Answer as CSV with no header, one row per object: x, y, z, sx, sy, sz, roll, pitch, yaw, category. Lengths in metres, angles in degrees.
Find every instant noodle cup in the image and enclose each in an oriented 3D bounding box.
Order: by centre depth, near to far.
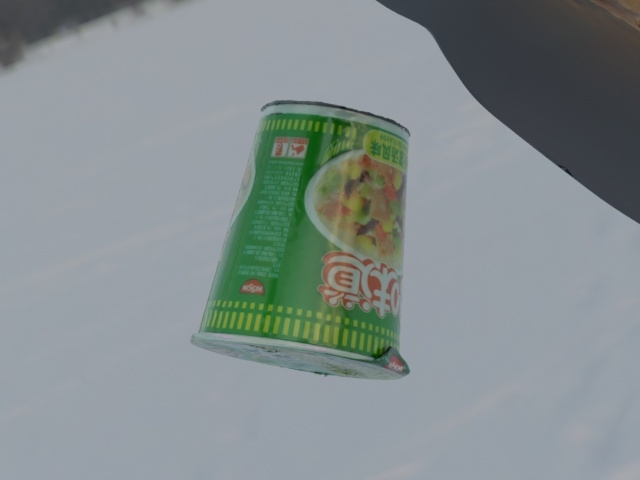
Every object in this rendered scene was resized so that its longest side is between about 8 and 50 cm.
0.000,0.000,1.842,0.207,0.233,0.207,10,-10,2,instant noodle cup

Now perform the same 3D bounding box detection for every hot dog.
0.171,-0.123,1.037,0.107,0.326,0.194,-50,8,-30,hot dog
